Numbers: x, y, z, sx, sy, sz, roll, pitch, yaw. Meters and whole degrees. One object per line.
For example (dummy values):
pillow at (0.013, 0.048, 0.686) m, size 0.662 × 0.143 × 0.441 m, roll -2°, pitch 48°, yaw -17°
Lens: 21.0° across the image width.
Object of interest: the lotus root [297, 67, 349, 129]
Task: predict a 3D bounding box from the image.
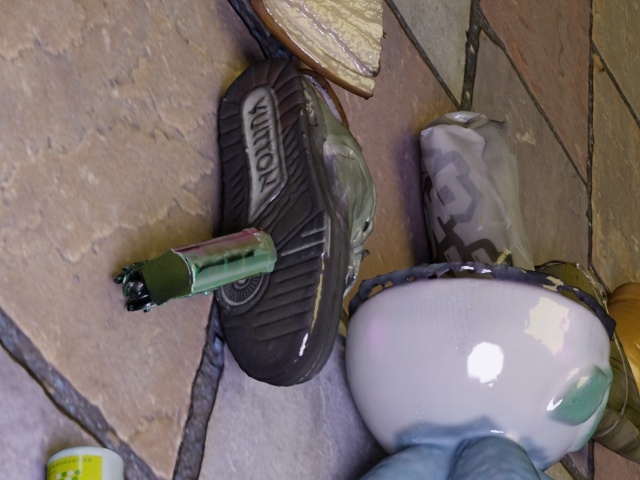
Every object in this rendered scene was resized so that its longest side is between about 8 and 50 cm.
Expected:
lotus root at (-0.001, -0.122, 1.533) m, size 0.083 × 0.037 × 0.030 m, roll 57°, pitch 24°, yaw -26°

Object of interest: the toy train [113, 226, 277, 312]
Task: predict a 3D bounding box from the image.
toy train at (-0.089, 0.021, 1.212) m, size 0.148 × 0.071 × 0.038 m, roll -16°, pitch 86°, yaw -65°

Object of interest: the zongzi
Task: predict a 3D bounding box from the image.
zongzi at (0.302, 0.129, 1.889) m, size 0.204 × 0.094 × 0.205 m, roll 31°, pitch 45°, yaw -45°

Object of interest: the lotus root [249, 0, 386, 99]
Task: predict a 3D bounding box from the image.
lotus root at (-0.008, -0.204, 1.509) m, size 0.135 × 0.095 × 0.159 m, roll 32°, pitch 51°, yaw -21°

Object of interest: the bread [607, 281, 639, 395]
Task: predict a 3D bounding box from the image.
bread at (0.373, 0.138, 2.051) m, size 0.142 × 0.091 × 0.305 m, roll 64°, pitch 25°, yaw -2°

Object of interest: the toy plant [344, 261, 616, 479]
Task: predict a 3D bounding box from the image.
toy plant at (0.120, 0.210, 1.359) m, size 0.247 × 0.247 × 0.332 m, roll 42°, pitch 44°, yaw -46°

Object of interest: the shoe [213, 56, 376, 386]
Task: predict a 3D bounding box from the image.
shoe at (-0.002, 0.001, 1.355) m, size 0.149 × 0.109 × 0.293 m, roll 37°, pitch 38°, yaw -44°

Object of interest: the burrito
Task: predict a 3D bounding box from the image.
burrito at (0.165, 0.066, 1.659) m, size 0.139 × 0.101 × 0.445 m, roll 58°, pitch 23°, yaw -62°

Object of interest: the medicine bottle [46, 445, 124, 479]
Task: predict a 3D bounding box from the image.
medicine bottle at (-0.141, 0.168, 1.031) m, size 0.047 × 0.047 × 0.083 m, roll 39°, pitch 39°, yaw -48°
